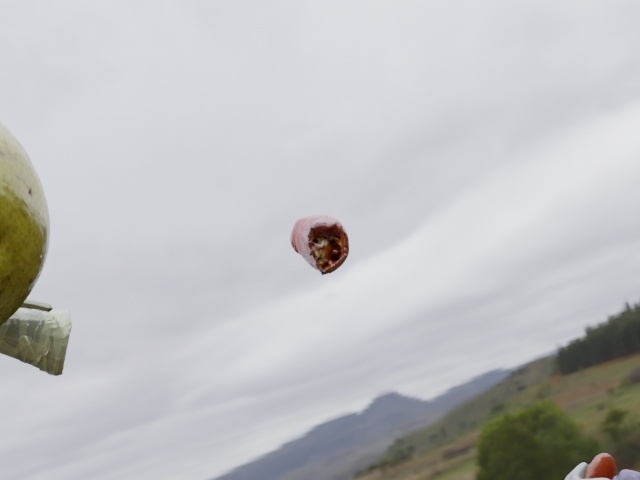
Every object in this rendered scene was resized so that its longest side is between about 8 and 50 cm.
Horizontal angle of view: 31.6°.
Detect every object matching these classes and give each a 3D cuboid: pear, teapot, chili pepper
[{"bbox_3d":[-0.297,-0.016,0.797,0.197,0.197,0.197,-18,-9,-3],"label":"pear"},{"bbox_3d":[-0.247,0.074,0.926,0.083,0.057,0.067,10,-56,-11],"label":"teapot"},{"bbox_3d":[0.000,0.000,1.508,0.070,0.073,0.123,-50,15,-3],"label":"chili pepper"}]

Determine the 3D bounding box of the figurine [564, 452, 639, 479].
[{"bbox_3d":[0.395,0.348,1.390,0.421,0.154,0.193,-30,25,-14],"label":"figurine"}]
